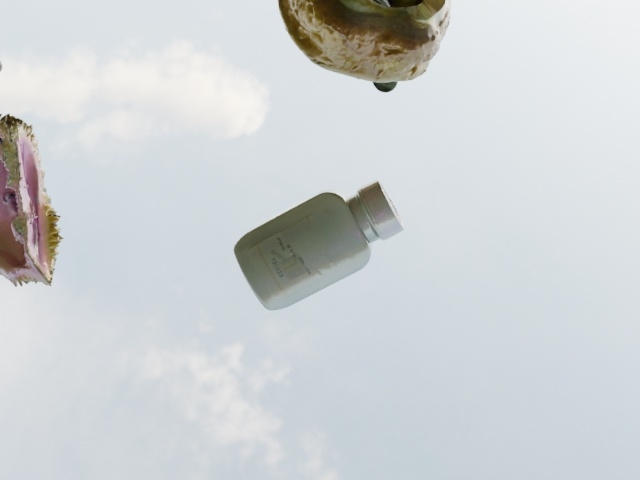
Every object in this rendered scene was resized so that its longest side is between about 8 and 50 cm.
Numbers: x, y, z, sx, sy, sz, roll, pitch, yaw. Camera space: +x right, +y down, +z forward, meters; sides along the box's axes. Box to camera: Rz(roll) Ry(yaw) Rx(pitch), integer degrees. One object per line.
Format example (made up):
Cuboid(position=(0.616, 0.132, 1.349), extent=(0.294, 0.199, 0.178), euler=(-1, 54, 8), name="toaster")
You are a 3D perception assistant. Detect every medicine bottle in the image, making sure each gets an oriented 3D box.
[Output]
Cuboid(position=(0.000, 0.000, 1.455), extent=(0.296, 0.111, 0.161), euler=(-29, -84, 11), name="medicine bottle")

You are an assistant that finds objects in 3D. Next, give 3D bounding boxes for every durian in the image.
Cuboid(position=(-0.581, -0.073, 1.536), extent=(0.112, 0.341, 0.191), euler=(-13, -179, -45), name="durian")

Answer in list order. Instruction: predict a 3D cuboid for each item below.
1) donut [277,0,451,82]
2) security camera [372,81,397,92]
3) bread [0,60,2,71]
Cuboid(position=(0.095, -0.430, 1.430), extent=(0.330, 0.160, 0.330), euler=(9, -111, -26), name="donut")
Cuboid(position=(0.145, -0.336, 1.607), extent=(0.058, 0.058, 0.092), euler=(10, -155, 21), name="security camera")
Cuboid(position=(-0.556, -0.313, 0.915), extent=(0.165, 0.416, 0.113), euler=(38, -96, 23), name="bread")
